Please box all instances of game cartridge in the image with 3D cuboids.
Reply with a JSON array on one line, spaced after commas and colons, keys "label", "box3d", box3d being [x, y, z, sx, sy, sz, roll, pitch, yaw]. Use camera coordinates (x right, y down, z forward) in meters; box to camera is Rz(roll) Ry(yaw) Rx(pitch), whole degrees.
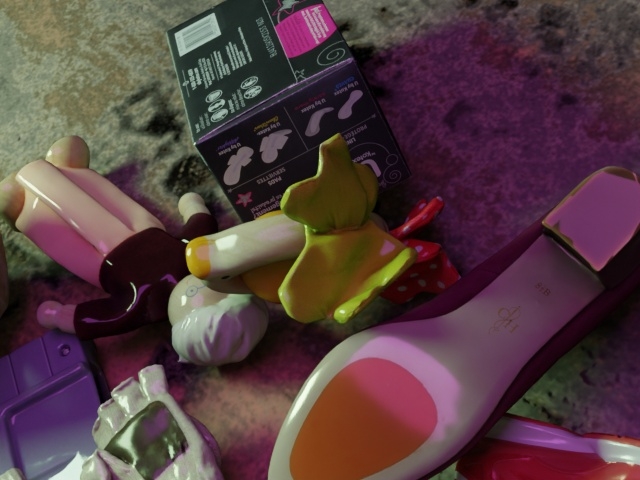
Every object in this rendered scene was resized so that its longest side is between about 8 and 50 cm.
[{"label": "game cartridge", "box3d": [-0.271, 0.262, 1.065, 0.230, 0.068, 0.355, -26, 53, 0]}]

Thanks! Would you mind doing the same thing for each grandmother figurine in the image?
[{"label": "grandmother figurine", "box3d": [-0.183, 0.020, 1.155, 0.342, 0.104, 0.208, 31, 69, 35]}]

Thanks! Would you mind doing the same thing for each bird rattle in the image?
[{"label": "bird rattle", "box3d": [0.000, 0.000, 1.008, 0.207, 0.253, 0.143, -11, 86, 14]}]

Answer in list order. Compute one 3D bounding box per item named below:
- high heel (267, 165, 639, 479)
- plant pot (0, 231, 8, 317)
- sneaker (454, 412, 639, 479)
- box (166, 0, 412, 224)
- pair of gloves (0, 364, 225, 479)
[{"label": "high heel", "box3d": [0.125, 0.096, 0.962, 0.377, 0.181, 0.127, -37, 72, 3]}, {"label": "plant pot", "box3d": [-0.484, 0.043, 1.130, 0.306, 0.334, 0.333, -7, 57, 14]}, {"label": "sneaker", "box3d": [0.198, 0.212, 0.901, 0.221, 0.087, 0.128, 6, 70, 39]}, {"label": "box", "box3d": [-0.037, -0.131, 1.132, 0.163, 0.142, 0.247, -28, 34, 5]}, {"label": "pair of gloves", "box3d": [-0.187, 0.236, 0.987, 0.240, 0.042, 0.204, -34, 53, -1]}]
